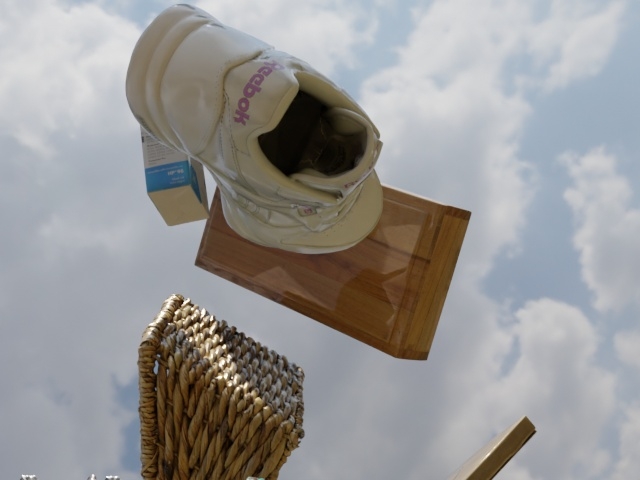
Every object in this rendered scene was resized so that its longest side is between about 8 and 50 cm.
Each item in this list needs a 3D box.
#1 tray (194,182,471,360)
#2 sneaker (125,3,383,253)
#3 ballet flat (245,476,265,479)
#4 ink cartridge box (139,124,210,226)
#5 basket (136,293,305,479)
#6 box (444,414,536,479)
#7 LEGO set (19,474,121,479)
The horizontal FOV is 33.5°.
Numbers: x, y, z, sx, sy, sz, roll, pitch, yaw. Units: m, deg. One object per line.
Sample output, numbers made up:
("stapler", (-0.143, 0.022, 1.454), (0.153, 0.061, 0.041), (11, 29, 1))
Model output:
("tray", (0.000, 0.000, 1.469), (0.076, 0.410, 0.203), (11, -83, -47))
("sneaker", (-0.013, -0.048, 0.764), (0.114, 0.152, 0.305), (-61, -32, -5))
("ballet flat", (-0.046, 0.285, 0.839), (0.070, 0.188, 0.070), (-19, -14, -5))
("ink cartridge box", (-0.195, -0.123, 1.400), (0.060, 0.180, 0.104), (-12, -25, 4))
("basket", (-0.163, 0.227, 1.339), (0.213, 0.223, 0.299), (-57, 6, 7))
("box", (0.099, 0.251, 0.967), (0.201, 0.021, 0.164), (-32, -14, -45))
("LEGO set", (-0.180, 0.255, 0.647), (0.331, 0.255, 0.192), (23, -79, -48))
